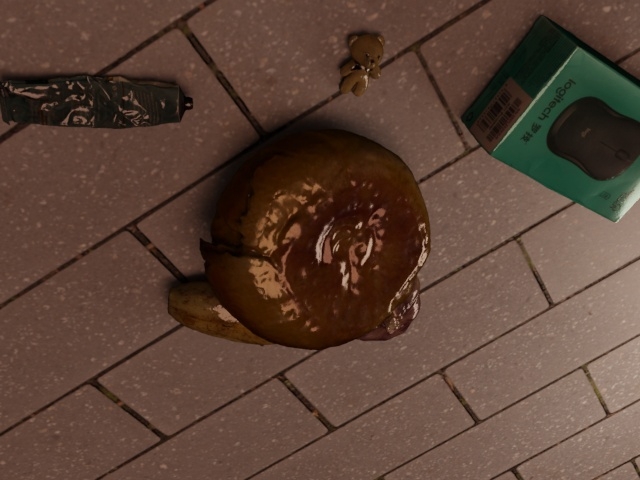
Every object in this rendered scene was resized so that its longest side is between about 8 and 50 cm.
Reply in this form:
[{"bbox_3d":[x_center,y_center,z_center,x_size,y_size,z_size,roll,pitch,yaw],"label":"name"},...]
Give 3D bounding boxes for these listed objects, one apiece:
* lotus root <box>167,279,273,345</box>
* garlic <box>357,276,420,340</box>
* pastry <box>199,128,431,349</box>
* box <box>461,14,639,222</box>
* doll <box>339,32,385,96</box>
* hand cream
[{"bbox_3d":[-0.124,0.120,1.361,0.258,0.097,0.110,6,128,-17],"label":"lotus root"},{"bbox_3d":[0.102,0.111,1.418,0.159,0.102,0.147,-43,126,16],"label":"garlic"},{"bbox_3d":[0.000,0.000,1.236,0.356,0.164,0.356,-8,110,-23],"label":"pastry"},{"bbox_3d":[0.402,-0.177,1.275,0.311,0.118,0.205,23,119,-31],"label":"box"},{"bbox_3d":[0.058,-0.247,1.170,0.062,0.051,0.093,2,156,-20],"label":"doll"},{"bbox_3d":[-0.292,-0.179,1.094,0.248,0.052,0.075,-3,127,-15],"label":"hand cream"}]
